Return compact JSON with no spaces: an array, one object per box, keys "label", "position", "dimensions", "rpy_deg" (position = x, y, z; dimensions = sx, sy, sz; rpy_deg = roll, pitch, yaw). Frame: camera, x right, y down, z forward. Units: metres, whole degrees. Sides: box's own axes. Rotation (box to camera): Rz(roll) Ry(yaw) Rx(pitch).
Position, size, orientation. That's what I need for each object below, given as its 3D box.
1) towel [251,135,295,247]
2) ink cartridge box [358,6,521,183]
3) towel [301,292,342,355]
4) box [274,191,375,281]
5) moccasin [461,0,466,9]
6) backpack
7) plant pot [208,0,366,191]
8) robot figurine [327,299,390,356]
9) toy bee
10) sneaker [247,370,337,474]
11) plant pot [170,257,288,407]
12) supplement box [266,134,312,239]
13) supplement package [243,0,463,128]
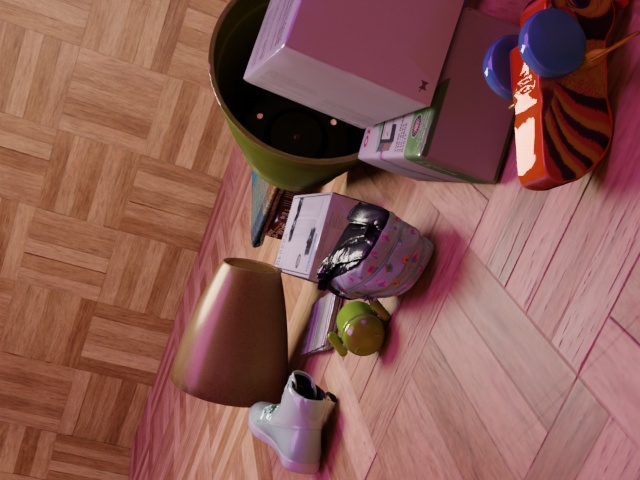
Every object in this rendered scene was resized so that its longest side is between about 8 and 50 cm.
[{"label":"towel","position":[-0.115,-0.188,2.075],"dimensions":[0.370,0.040,0.271],"rpy_deg":[-96,25,-54]},{"label":"ink cartridge box","position":[0.168,-0.192,1.204],"dimensions":[0.278,0.117,0.201],"rpy_deg":[-162,88,-75]},{"label":"towel","position":[0.003,0.159,1.613],"dimensions":[0.152,0.023,0.113],"rpy_deg":[142,144,-69]},{"label":"box","position":[0.000,0.000,1.652],"dimensions":[0.290,0.087,0.169],"rpy_deg":[-171,97,-75]},{"label":"moccasin","position":[0.139,-0.389,1.358],"dimensions":[0.342,0.117,0.138],"rpy_deg":[-32,27,11]},{"label":"backpack","position":[0.085,0.019,1.272],"dimensions":[0.152,0.115,0.182],"rpy_deg":[-67,14,-15]},{"label":"plant pot","position":[-0.029,-0.259,1.615],"dimensions":[0.353,0.366,0.367],"rpy_deg":[117,165,-74]},{"label":"robot figurine","position":[0.063,0.137,1.329],"dimensions":[0.101,0.067,0.115],"rpy_deg":[-39,20,5]},{"label":"toy bee","position":[0.263,-0.209,0.891],"dimensions":[0.195,0.162,0.298],"rpy_deg":[-146,48,-66]},{"label":"sneaker","position":[-0.051,0.294,1.511],"dimensions":[0.256,0.094,0.151],"rpy_deg":[21,101,65]},{"label":"plant pot","position":[-0.163,0.170,1.704],"dimensions":[0.237,0.237,0.254],"rpy_deg":[-140,60,-73]},{"label":"supplement box","position":[-0.065,-0.130,2.042],"dimensions":[0.130,0.073,0.240],"rpy_deg":[141,142,-66]},{"label":"supplement package","position":[0.042,-0.288,1.142],"dimensions":[0.262,0.199,0.198],"rpy_deg":[-175,104,-74]}]
